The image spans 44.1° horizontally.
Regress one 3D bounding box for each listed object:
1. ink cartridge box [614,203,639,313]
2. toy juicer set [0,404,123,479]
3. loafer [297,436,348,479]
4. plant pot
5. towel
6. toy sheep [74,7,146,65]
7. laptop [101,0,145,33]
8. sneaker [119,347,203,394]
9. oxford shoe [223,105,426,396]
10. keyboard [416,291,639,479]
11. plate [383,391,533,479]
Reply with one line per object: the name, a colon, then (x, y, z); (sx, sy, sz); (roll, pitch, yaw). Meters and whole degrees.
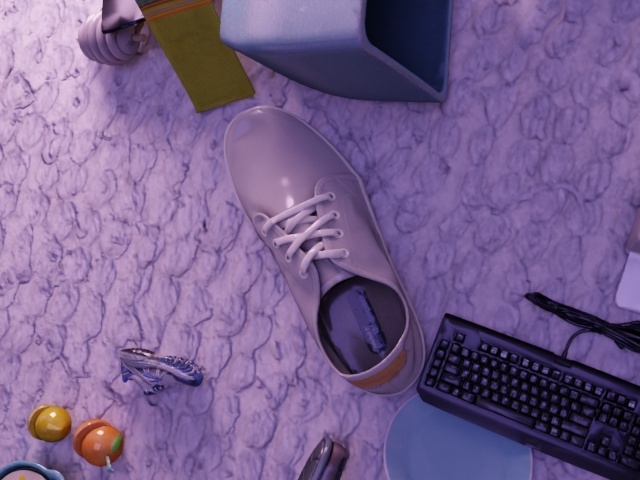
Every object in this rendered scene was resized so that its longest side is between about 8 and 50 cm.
ink cartridge box: (0.500, -0.062, 0.932); (0.207, 0.119, 0.353); (17, 88, 16)
toy juicer set: (-0.430, 0.349, 1.142); (0.329, 0.089, 0.209); (-10, 81, 14)
loafer: (-0.014, 0.389, 1.039); (0.084, 0.096, 0.267); (24, 97, -4)
plant pot: (0.011, -0.319, 1.039); (0.252, 0.248, 0.247); (0, 83, 32)
towel: (-0.184, -0.289, 1.102); (0.102, 0.237, 0.021); (-12, 38, 20)
toy sheep: (-0.316, -0.309, 1.196); (0.132, 0.091, 0.091); (4, 84, 34)
laptop: (-0.221, -0.455, 1.124); (0.264, 0.136, 0.234); (-15, 56, 10)
sneaker: (-0.229, 0.195, 1.134); (0.135, 0.052, 0.058); (11, 96, 23)
oxford shoe: (0.000, 0.000, 1.054); (0.169, 0.130, 0.449); (-31, 75, 11)
keyboard: (0.299, 0.166, 0.992); (0.317, 0.033, 0.201); (20, 84, 12)
plate: (0.173, 0.275, 1.001); (0.188, 0.024, 0.188); (-1, 62, 2)
